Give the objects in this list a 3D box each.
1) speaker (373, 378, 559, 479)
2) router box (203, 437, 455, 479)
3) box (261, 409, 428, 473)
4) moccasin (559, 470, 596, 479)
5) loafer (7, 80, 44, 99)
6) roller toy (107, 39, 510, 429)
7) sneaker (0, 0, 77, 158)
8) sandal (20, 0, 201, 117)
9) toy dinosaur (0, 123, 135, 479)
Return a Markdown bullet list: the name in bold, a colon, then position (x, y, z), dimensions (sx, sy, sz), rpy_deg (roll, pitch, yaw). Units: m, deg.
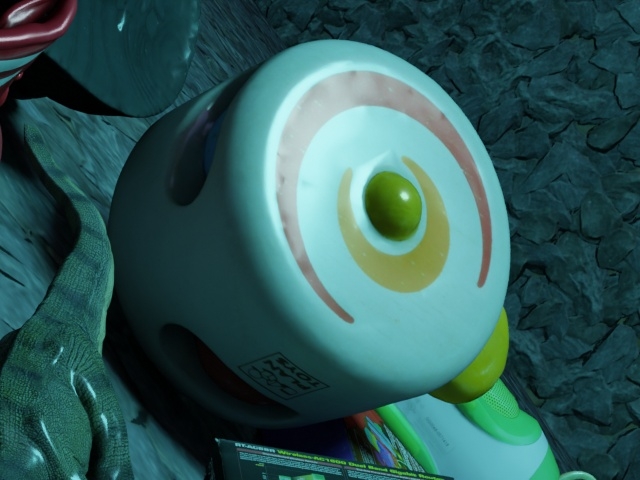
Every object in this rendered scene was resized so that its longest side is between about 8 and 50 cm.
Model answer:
- **speaker**: position (0.030, 0.071, 1.086), dimensions (0.296, 0.131, 0.131), rpy_deg (52, 7, -6)
- **router box**: position (0.009, 0.136, 0.735), dimensions (0.122, 0.038, 0.092), rpy_deg (12, 20, -12)
- **box**: position (0.059, 0.206, 0.888), dimensions (0.201, 0.057, 0.293), rpy_deg (51, 8, -22)
- **moccasin**: position (0.178, 0.249, 1.137), dimensions (0.147, 0.139, 0.380), rpy_deg (48, 9, 5)
- **loafer**: position (-0.236, -0.196, 0.897), dimensions (0.302, 0.095, 0.109), rpy_deg (50, 50, -15)
- **roller toy**: position (0.000, 0.000, 0.859), dimensions (0.191, 0.146, 0.209), rpy_deg (-13, 84, -41)
- **sneaker**: position (-0.136, -0.062, 0.640), dimensions (0.087, 0.128, 0.221), rpy_deg (53, 8, -6)
- **sandal**: position (-0.150, -0.165, 0.706), dimensions (0.446, 0.107, 0.167), rpy_deg (16, 77, -64)
- **toy dinosaur**: position (-0.083, 0.067, 0.534), dimensions (0.268, 0.064, 0.118), rpy_deg (-92, 165, -61)
